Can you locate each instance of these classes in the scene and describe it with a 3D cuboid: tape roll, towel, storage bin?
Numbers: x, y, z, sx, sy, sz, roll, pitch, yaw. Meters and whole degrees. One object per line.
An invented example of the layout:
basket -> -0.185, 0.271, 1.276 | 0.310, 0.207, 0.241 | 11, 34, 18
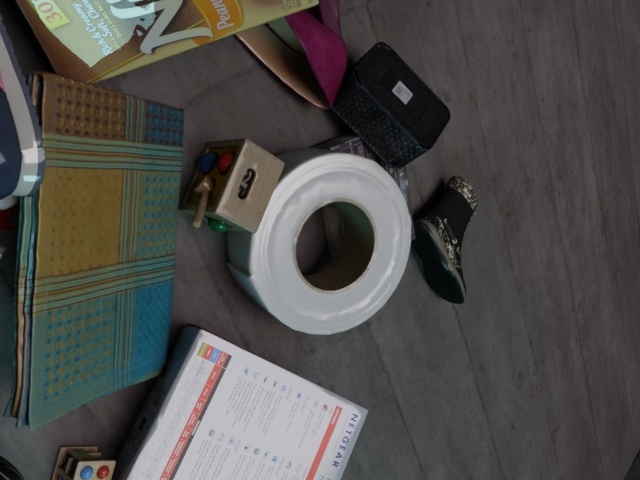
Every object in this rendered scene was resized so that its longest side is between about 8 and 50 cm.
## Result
tape roll -> 0.000, 0.000, 0.996 | 0.286, 0.100, 0.286 | -8, 106, -28
towel -> -0.258, 0.007, 0.769 | 0.271, 0.040, 0.369 | -7, 102, -70
storage bin -> 0.116, -0.225, 1.071 | 0.180, 0.084, 0.122 | 44, 54, -12

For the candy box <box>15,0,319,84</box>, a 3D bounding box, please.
candy box -> -0.170, -0.306, 0.695 | 0.317, 0.087, 0.182 | -23, 142, -9

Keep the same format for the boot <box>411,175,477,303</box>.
boot -> 0.281, 0.001, 1.330 | 0.178, 0.085, 0.236 | -51, 128, -29

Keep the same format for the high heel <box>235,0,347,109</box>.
high heel -> -0.092, -0.288, 0.883 | 0.377, 0.127, 0.181 | -5, 97, -44

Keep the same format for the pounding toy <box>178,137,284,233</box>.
pounding toy -> -0.135, -0.067, 0.874 | 0.100, 0.130, 0.141 | 29, 76, -36

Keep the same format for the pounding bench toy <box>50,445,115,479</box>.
pounding bench toy -> -0.308, 0.316, 0.819 | 0.052, 0.065, 0.083 | 18, 85, -45

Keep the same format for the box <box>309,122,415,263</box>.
box -> 0.081, -0.079, 1.139 | 0.183, 0.056, 0.230 | -27, 115, -37

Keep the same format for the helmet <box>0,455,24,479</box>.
helmet -> -0.390, 0.308, 0.672 | 0.162, 0.169, 0.169 | 35, 72, -25

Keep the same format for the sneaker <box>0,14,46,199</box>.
sneaker -> -0.366, -0.182, 0.577 | 0.131, 0.112, 0.318 | -19, 82, -48

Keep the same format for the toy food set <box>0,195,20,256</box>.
toy food set -> -0.376, 0.033, 0.627 | 0.232, 0.105, 0.111 | -56, 141, 0

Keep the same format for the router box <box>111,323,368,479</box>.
router box -> -0.129, 0.334, 0.906 | 0.301, 0.082, 0.335 | 32, 74, -22

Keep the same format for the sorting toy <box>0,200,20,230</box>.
sorting toy -> -0.425, -0.068, 0.635 | 0.275, 0.046, 0.132 | -6, 116, -43
